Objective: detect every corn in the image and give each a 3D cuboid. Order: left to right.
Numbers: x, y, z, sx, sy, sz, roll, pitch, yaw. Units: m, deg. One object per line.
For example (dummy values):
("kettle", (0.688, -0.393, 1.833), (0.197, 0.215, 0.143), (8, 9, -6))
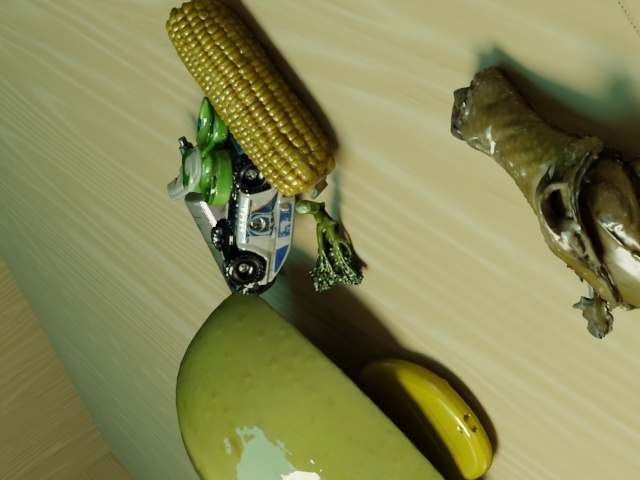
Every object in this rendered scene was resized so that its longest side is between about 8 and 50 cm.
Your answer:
("corn", (-0.058, -0.124, 0.858), (0.207, 0.068, 0.068), (55, 157, 3))

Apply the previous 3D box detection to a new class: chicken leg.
("chicken leg", (0.146, -0.028, 0.587), (0.196, 0.080, 0.125), (50, 170, 11))

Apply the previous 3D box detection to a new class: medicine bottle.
("medicine bottle", (-0.112, -0.028, 1.107), (0.057, 0.057, 0.199), (19, 139, 54))

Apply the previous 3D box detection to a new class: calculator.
("calculator", (0.101, 0.184, 1.026), (0.146, 0.032, 0.235), (56, 159, -3))

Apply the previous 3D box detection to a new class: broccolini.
("broccolini", (0.000, -0.006, 0.901), (0.194, 0.054, 0.052), (62, -156, -63))

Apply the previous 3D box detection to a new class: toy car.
("toy car", (-0.065, -0.026, 0.971), (0.080, 0.070, 0.171), (-120, 31, -56))

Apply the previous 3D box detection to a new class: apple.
("apple", (0.013, 0.226, 1.107), (0.360, 0.320, 0.312), (44, 122, 20))

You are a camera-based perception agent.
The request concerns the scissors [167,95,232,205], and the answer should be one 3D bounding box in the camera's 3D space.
("scissors", (-0.121, -0.068, 0.976), (0.204, 0.027, 0.101), (151, 118, -68))
